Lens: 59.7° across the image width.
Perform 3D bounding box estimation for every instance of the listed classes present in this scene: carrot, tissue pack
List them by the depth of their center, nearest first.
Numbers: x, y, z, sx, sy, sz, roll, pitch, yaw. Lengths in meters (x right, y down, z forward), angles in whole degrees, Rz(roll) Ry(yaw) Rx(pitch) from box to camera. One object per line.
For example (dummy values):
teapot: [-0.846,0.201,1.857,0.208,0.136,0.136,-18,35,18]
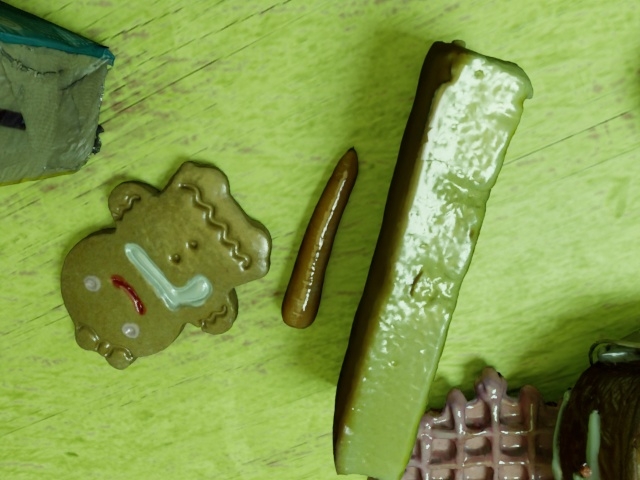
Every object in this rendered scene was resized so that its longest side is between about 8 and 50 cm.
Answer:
tissue pack: [-0.342,-0.155,0.464,0.270,0.192,0.134,24,106,1]
carrot: [0.000,0.000,0.541,0.037,0.037,0.190,18,106,2]

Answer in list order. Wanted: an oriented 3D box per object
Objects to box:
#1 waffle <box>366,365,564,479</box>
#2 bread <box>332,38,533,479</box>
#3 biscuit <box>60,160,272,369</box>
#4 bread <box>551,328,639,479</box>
waffle: [0.178,0.246,0.575,0.221,0.055,0.234,40,104,-7]
bread: [0.083,0.017,0.481,0.077,0.138,0.361,14,107,2]
biscuit: [-0.170,0.032,0.574,0.249,0.035,0.184,-32,99,15]
bread: [0.309,0.189,0.474,0.212,0.142,0.224,-36,100,-21]
